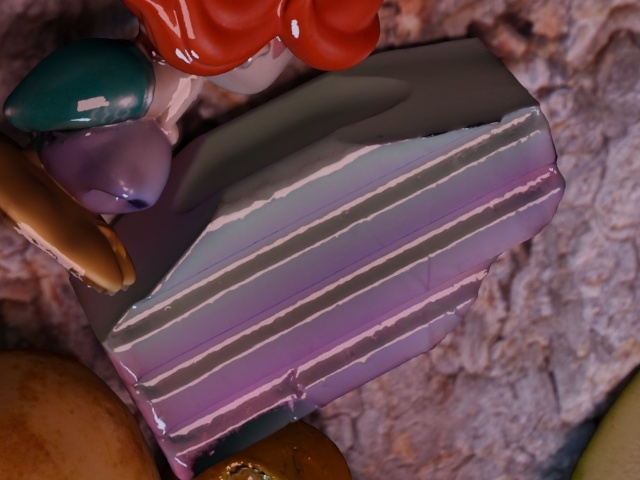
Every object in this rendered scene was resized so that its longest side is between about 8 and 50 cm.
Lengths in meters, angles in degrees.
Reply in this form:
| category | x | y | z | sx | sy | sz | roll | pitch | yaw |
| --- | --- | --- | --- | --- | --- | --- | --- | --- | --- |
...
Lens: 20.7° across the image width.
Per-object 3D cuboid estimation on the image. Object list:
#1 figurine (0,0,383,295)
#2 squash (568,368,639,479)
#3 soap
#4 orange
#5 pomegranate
| category | x | y | z | sx | sy | sz | roll | pitch | yaw |
| --- | --- | --- | --- | --- | --- | --- | --- | --- | --- |
| figurine | -0.096 | -0.115 | 1.026 | 0.208 | 0.181 | 0.257 | 39 | 94 | -14 |
| squash | 0.254 | 0.178 | 1.383 | 0.169 | 0.093 | 0.252 | -33 | 147 | -61 |
| soap | 0.000 | 0.000 | 1.171 | 0.324 | 0.109 | 0.193 | -27 | 129 | -4 |
| orange | -0.044 | 0.199 | 1.251 | 0.154 | 0.134 | 0.155 | -5 | 100 | -27 |
| pomegranate | -0.195 | 0.173 | 1.140 | 0.207 | 0.207 | 0.207 | -10 | 123 | -16 |
